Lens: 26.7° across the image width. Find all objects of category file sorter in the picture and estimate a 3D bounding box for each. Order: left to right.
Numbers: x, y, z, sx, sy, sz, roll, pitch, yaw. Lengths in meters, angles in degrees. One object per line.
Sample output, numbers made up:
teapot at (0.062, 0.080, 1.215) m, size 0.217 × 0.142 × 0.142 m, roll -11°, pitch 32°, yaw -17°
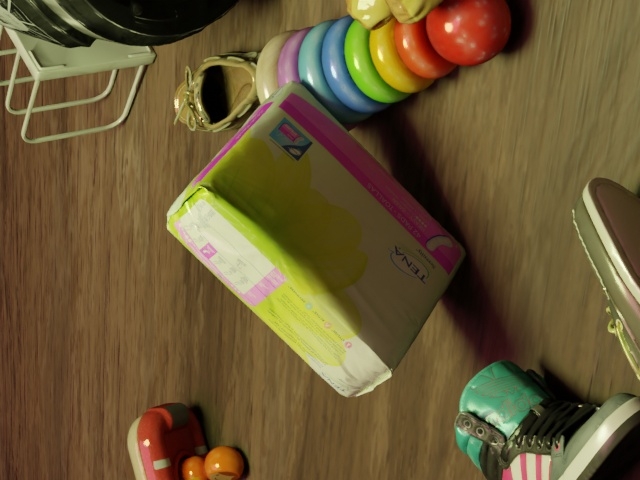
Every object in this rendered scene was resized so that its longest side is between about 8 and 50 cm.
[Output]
file sorter at (-0.415, -0.306, 2.059) m, size 0.277 × 0.193 × 0.173 m, roll 56°, pitch 142°, yaw 26°

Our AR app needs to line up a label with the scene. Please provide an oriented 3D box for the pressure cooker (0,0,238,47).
pressure cooker at (-0.307, -0.441, 1.722) m, size 0.420 × 0.376 × 0.369 m, roll 19°, pitch 115°, yaw 45°

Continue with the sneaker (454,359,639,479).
sneaker at (0.233, 0.191, 1.397) m, size 0.178 × 0.124 × 0.295 m, roll 53°, pitch 151°, yaw 22°

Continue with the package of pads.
package of pads at (0.000, 0.000, 1.480) m, size 0.296 × 0.229 × 0.101 m, roll 44°, pitch 138°, yaw -7°

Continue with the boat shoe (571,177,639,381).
boat shoe at (0.321, 0.082, 1.271) m, size 0.305 × 0.109 × 0.091 m, roll 59°, pitch 136°, yaw 17°

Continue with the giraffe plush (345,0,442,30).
giraffe plush at (0.082, -0.335, 1.354) m, size 0.210 × 0.181 × 0.170 m, roll -17°, pitch 125°, yaw 47°

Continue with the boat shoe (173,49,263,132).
boat shoe at (-0.127, -0.203, 1.792) m, size 0.285 × 0.089 × 0.104 m, roll -14°, pitch 90°, yaw 54°

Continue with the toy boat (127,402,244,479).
toy boat at (-0.183, 0.351, 2.027) m, size 0.151 × 0.151 × 0.231 m, roll -18°, pitch 86°, yaw 25°

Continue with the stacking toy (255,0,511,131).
stacking toy at (0.080, -0.209, 1.503) m, size 0.330 × 0.141 × 0.141 m, roll -15°, pitch 89°, yaw 47°
